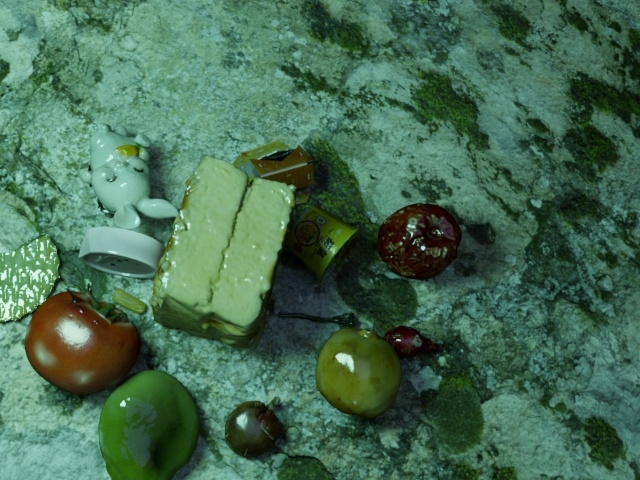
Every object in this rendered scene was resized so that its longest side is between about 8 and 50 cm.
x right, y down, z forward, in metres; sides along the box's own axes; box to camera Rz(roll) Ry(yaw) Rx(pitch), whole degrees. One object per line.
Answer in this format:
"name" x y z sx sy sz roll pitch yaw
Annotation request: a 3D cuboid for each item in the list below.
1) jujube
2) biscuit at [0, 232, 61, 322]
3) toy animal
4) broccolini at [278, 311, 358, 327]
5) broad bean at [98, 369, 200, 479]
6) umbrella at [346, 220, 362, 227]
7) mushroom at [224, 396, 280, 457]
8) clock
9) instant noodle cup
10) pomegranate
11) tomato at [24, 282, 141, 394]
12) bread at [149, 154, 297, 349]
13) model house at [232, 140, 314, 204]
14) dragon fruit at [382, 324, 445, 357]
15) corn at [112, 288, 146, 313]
"jujube" 0.264 0.007 1.863 0.213 0.232 0.213 3 77 -14
"biscuit" -0.769 0.109 1.682 0.274 0.036 0.187 -22 79 -20
"toy animal" -0.492 -0.156 1.732 0.208 0.154 0.325 -20 67 -44
"broccolini" -0.006 0.214 1.842 0.218 0.042 0.044 2 73 -7
"broad bean" -0.403 0.454 1.611 0.238 0.119 0.291 4 76 -25
"umbrella" 0.047 -0.037 1.937 0.149 0.022 0.022 -9 79 -12
"mushroom" -0.159 0.458 1.697 0.135 0.080 0.170 43 71 -9
"clock" -0.490 0.033 1.688 0.197 0.197 0.068 12 69 -10
"instant noodle cup" 0.000 0.000 1.838 0.144 0.182 0.182 37 68 11
"pomegranate" 0.091 0.333 1.722 0.233 0.233 0.233 4 72 -12
"tomato" -0.552 0.236 1.586 0.256 0.256 0.224 36 84 0
"bread" -0.233 0.049 1.651 0.279 0.390 0.371 15 69 -4
"model house" -0.131 -0.194 1.881 0.219 0.136 0.207 -16 79 -18
"dragon fruit" 0.259 0.276 1.854 0.191 0.094 0.094 4 72 -17
"corn" -0.489 0.156 1.736 0.092 0.037 0.037 29 68 -7
